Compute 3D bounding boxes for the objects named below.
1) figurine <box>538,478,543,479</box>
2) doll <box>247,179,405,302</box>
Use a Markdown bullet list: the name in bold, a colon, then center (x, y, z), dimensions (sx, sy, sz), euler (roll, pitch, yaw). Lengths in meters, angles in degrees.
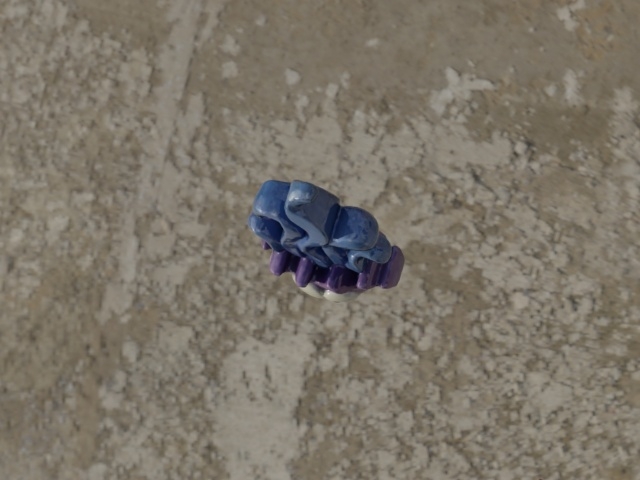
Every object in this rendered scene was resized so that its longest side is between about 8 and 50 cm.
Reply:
- **figurine**: center (0.122, 0.233, 0.735), dimensions (0.195, 0.111, 0.102), euler (-34, 62, 31)
- **doll**: center (0.000, 0.000, 0.717), dimensions (0.110, 0.206, 0.067), euler (17, 75, 16)
